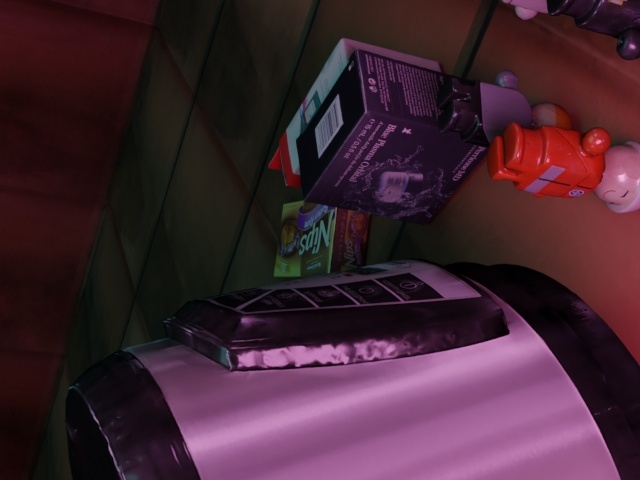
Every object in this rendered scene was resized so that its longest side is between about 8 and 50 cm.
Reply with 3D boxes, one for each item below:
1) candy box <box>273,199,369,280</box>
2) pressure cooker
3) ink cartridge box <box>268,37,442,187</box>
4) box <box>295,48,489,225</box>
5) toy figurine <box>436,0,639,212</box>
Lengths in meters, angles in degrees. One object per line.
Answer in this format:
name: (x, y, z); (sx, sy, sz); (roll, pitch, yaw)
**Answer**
candy box: (0.000, 0.000, 1.364); (0.187, 0.053, 0.109); (175, 103, -67)
pressure cooker: (0.059, 0.208, 0.727); (0.375, 0.421, 0.369); (103, 147, -49)
ink cartridge box: (0.039, -0.125, 1.224); (0.231, 0.134, 0.078); (125, 145, -45)
box: (0.078, -0.107, 1.099); (0.156, 0.158, 0.093); (127, 145, -46)
toy figurine: (0.212, -0.144, 0.853); (0.209, 0.148, 0.213); (-125, 47, -65)
